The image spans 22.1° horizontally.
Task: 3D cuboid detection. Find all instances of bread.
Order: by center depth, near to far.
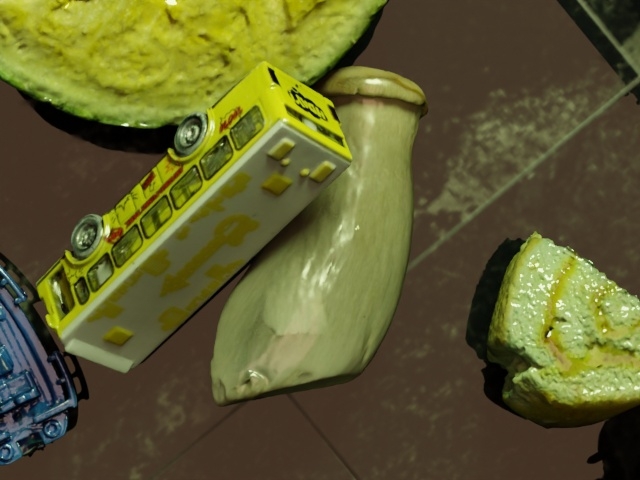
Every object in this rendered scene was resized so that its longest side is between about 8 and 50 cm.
[{"bbox_3d":[0.177,0.079,1.093,0.156,0.103,0.110,35,82,6],"label":"bread"}]

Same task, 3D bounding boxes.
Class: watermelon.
[{"bbox_3d":[-0.101,-0.252,1.043,0.331,0.189,0.330,-9,124,-13],"label":"watermelon"}]

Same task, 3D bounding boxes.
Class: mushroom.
[{"bbox_3d":[0.008,0.007,1.093,0.108,0.096,0.247,21,83,-1],"label":"mushroom"}]

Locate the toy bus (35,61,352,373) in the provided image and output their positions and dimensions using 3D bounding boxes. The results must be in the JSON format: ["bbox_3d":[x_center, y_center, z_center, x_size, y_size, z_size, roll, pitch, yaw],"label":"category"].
[{"bbox_3d":[-0.082,-0.013,1.056,0.226,0.081,0.074,-42,48,19],"label":"toy bus"}]

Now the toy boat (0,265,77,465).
[{"bbox_3d":[-0.227,0.063,1.072,0.091,0.110,0.175,-26,88,-3],"label":"toy boat"}]
